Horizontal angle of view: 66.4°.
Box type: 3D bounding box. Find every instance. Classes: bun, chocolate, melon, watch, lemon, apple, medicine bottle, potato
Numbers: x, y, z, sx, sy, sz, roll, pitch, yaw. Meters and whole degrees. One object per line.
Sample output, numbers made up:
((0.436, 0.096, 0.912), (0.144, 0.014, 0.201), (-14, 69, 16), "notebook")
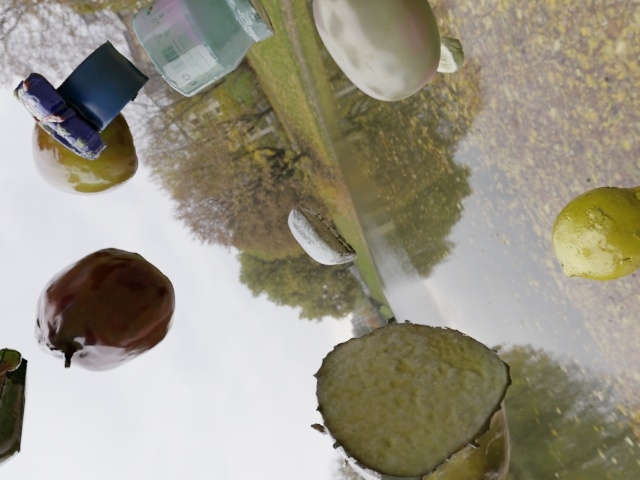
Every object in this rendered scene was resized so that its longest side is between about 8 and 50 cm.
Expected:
((0.362, -0.538, 1.403), (0.115, 0.069, 0.115), (32, 160, 13), "bun")
((0.000, 0.000, 1.385), (0.185, 0.100, 0.303), (52, -173, 12), "chocolate")
((0.118, -0.445, 1.021), (0.317, 0.223, 0.223), (51, -174, -14), "melon")
((-0.417, -0.265, 0.888), (0.196, 0.200, 0.171), (10, 148, 50), "watch")
((0.534, -0.016, 0.914), (0.173, 0.206, 0.173), (20, -149, -13), "lemon")
((-0.511, -0.202, 1.086), (0.237, 0.208, 0.236), (180, 90, -74), "apple")
((-0.287, -0.546, 1.260), (0.245, 0.290, 0.245), (58, -167, -22), "medicine bottle")
((0.157, 0.312, 0.806), (0.289, 0.301, 0.237), (46, 158, 45), "potato")

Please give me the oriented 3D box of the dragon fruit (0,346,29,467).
((-0.652, 0.332, 0.953), (0.268, 0.130, 0.295), (-67, 33, 33), "dragon fruit")

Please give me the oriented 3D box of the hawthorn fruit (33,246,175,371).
((-0.527, 0.175, 1.199), (0.308, 0.325, 0.308), (26, 136, 28), "hawthorn fruit")
